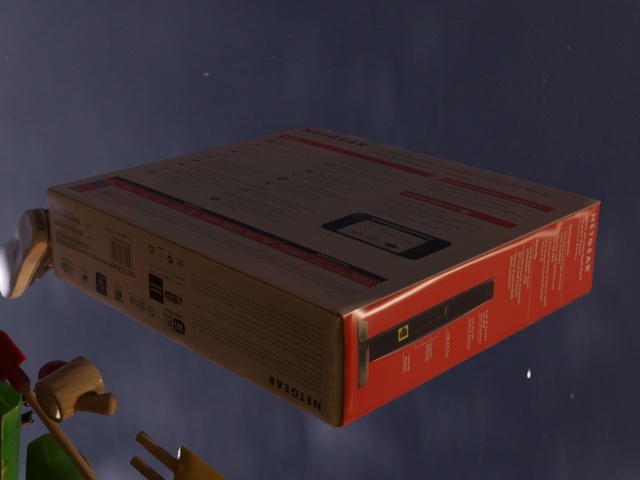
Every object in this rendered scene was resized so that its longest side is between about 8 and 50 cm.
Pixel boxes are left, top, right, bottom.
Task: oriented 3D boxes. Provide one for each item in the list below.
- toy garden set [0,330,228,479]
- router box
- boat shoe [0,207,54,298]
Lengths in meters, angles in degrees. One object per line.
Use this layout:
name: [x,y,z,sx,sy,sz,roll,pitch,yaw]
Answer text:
toy garden set: [-0.125,0.150,0.604,0.244,0.049,0.203,40,-42,20]
router box: [0.000,0.000,0.799,0.335,0.301,0.082,21,-61,42]
boat shoe: [-0.252,0.014,0.876,0.142,0.040,0.049,-40,-118,51]
